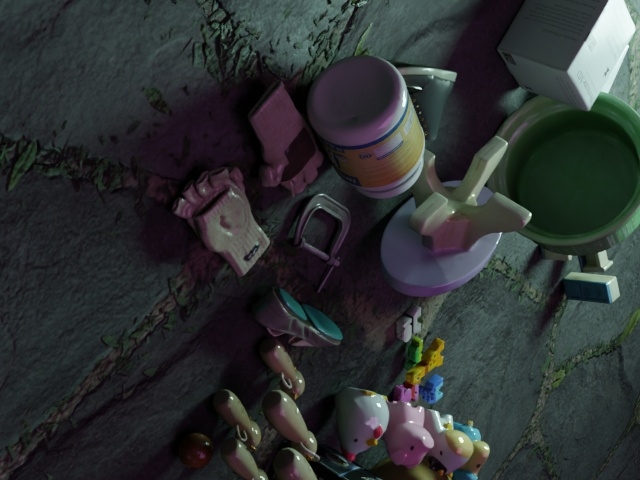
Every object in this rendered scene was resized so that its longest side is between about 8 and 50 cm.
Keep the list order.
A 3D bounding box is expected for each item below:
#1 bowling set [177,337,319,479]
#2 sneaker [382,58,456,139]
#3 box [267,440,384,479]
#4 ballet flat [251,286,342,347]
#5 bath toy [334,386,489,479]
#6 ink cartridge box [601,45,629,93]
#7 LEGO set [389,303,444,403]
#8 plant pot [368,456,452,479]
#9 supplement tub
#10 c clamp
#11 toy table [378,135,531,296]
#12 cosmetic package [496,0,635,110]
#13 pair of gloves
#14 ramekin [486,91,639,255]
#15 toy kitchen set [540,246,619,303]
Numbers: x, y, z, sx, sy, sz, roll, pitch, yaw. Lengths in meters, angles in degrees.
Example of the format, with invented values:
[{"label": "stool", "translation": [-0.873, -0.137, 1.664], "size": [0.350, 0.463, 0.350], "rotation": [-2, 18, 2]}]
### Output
[{"label": "bowling set", "translation": [-0.105, 0.309, 1.673], "size": [0.199, 0.287, 0.154], "rotation": [-19, 133, 11]}, {"label": "sneaker", "translation": [0.139, -0.215, 1.691], "size": [0.222, 0.083, 0.118], "rotation": [-5, 108, -53]}, {"label": "box", "translation": [0.024, 0.422, 1.869], "size": [0.147, 0.180, 0.078], "rotation": [22, 93, -55]}, {"label": "ballet flat", "translation": [-0.041, 0.131, 1.716], "size": [0.068, 0.072, 0.213], "rotation": [-38, 146, 11]}, {"label": "bath toy", "translation": [0.160, 0.362, 1.981], "size": [0.348, 0.151, 0.129], "rotation": [23, 77, -40]}, {"label": "ink cartridge box", "translation": [0.525, -0.357, 2.169], "size": [0.179, 0.045, 0.145], "rotation": [19, 97, -37]}, {"label": "LEGO set", "translation": [0.176, 0.246, 2.040], "size": [0.093, 0.087, 0.227], "rotation": [-33, 134, -38]}, {"label": "plant pot", "translation": [0.160, 0.517, 2.099], "size": [0.254, 0.237, 0.237], "rotation": [-44, 143, -50]}, {"label": "supplement tub", "translation": [0.072, -0.160, 1.583], "size": [0.144, 0.144, 0.200], "rotation": [-55, 152, -13]}, {"label": "c clamp", "translation": [0.000, 0.000, 1.709], "size": [0.137, 0.022, 0.160], "rotation": [-59, 146, -6]}, {"label": "toy table", "translation": [0.215, -0.048, 1.789], "size": [0.274, 0.252, 0.161], "rotation": [-56, 164, -38]}, {"label": "cosmetic package", "translation": [0.440, -0.360, 1.940], "size": [0.184, 0.151, 0.151], "rotation": [-60, 144, -6]}, {"label": "pair of gloves", "translation": [-0.092, -0.086, 1.518], "size": [0.240, 0.042, 0.204], "rotation": [-55, 148, -9]}, {"label": "ramekin", "translation": [0.471, -0.117, 2.019], "size": [0.303, 0.303, 0.148], "rotation": [-61, 153, -4]}, {"label": "toy kitchen set", "translation": [0.559, 0.064, 2.430], "size": [0.166, 0.122, 0.207], "rotation": [-31, 114, -38]}]
